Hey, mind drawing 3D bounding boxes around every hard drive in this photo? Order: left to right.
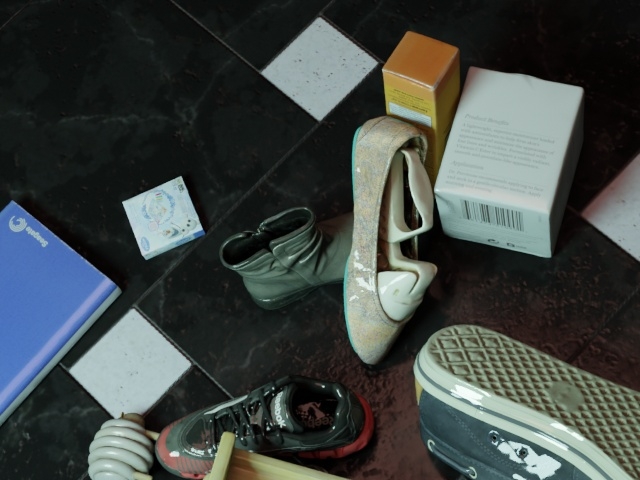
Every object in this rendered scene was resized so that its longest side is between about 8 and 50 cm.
[{"bbox_3d":[-0.450,0.123,1.998,0.210,0.040,0.318,37,78,22],"label":"hard drive"}]

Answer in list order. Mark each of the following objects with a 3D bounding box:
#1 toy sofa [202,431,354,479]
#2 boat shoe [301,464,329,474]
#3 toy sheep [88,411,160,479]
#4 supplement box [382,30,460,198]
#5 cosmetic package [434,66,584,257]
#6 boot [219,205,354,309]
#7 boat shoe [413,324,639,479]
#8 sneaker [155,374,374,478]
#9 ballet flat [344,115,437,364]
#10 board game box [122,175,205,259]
[{"bbox_3d":[0.024,0.368,1.719,0.363,0.177,0.150,15,47,0],"label":"toy sofa"},{"bbox_3d":[-0.083,0.354,1.811,0.233,0.079,0.084,-35,63,-7],"label":"boat shoe"},{"bbox_3d":[-0.250,0.275,1.872,0.091,0.091,0.132,3,49,12],"label":"toy sheep"},{"bbox_3d":[0.132,-0.157,1.900,0.080,0.233,0.078,21,60,21],"label":"supplement box"},{"bbox_3d":[0.245,-0.100,1.903,0.151,0.151,0.183,13,71,15],"label":"cosmetic package"},{"bbox_3d":[0.000,0.000,1.900,0.247,0.161,0.083,-28,65,-2],"label":"boot"},{"bbox_3d":[0.323,0.269,1.718,0.500,0.156,0.187,26,35,25],"label":"boat shoe"},{"bbox_3d":[-0.073,0.225,1.822,0.276,0.135,0.097,-9,66,2],"label":"sneaker"},{"bbox_3d":[0.091,0.004,1.847,0.106,0.108,0.315,5,100,39],"label":"ballet flat"},{"bbox_3d":[-0.215,-0.031,2.032,0.090,0.020,0.090,-23,65,0],"label":"board game box"}]
